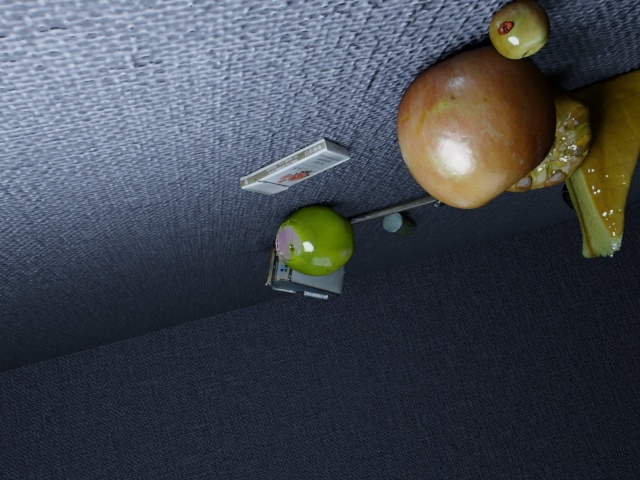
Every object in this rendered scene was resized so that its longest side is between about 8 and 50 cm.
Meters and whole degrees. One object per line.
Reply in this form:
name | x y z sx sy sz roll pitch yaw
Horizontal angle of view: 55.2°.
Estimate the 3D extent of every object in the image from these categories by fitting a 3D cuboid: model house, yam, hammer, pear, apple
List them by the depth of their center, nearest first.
apple | 0.272 -0.286 0.836 0.084 0.071 0.084 -16 170 -3
apple | 0.248 -0.171 0.957 0.253 0.254 0.253 -16 170 -3
pear | 0.000 0.000 1.589 0.219 0.188 0.187 2 160 -41
hammer | 0.213 -0.092 1.869 0.365 0.044 0.111 -15 171 4
model house | -0.078 0.082 1.940 0.206 0.178 0.271 -5 165 44
yam | 0.261 -0.053 2.027 0.078 0.078 0.179 -21 167 22

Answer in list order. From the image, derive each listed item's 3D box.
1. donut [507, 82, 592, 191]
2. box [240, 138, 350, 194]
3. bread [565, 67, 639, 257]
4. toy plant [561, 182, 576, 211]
donut | 0.423 -0.201 1.215 0.226 0.114 0.227 -8 137 -8
box | -0.049 -0.141 1.208 0.198 0.029 0.109 -22 168 25
bread | 0.658 -0.154 1.340 0.244 0.362 0.233 -16 169 13
toy plant | 0.950 -0.209 2.091 0.235 0.175 0.218 -44 177 -2
